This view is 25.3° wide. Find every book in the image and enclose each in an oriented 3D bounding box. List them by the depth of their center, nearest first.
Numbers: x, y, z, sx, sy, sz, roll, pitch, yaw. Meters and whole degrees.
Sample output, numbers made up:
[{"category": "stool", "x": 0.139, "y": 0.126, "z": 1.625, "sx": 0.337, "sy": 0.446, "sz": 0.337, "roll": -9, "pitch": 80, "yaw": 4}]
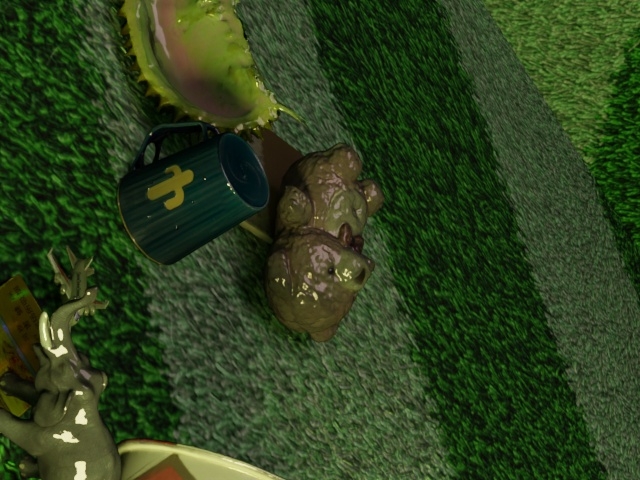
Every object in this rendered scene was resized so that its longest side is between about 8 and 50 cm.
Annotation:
[{"category": "book", "x": -0.089, "y": -0.092, "z": 2.113, "sx": 0.310, "sy": 0.021, "sz": 0.216, "roll": 34, "pitch": 39, "yaw": -46}]

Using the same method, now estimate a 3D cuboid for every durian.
[{"category": "durian", "x": -0.170, "y": -0.274, "z": 1.953, "sx": 0.157, "sy": 0.169, "sz": 0.355, "roll": 8, "pitch": 55, "yaw": -60}]

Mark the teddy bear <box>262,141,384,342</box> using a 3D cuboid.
[{"category": "teddy bear", "x": -0.001, "y": -0.001, "z": 2.018, "sx": 0.236, "sy": 0.151, "sz": 0.267, "roll": 50, "pitch": 36, "yaw": -44}]

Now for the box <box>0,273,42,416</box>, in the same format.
[{"category": "box", "x": -0.332, "y": 0.122, "z": 1.443, "sx": 0.121, "sy": 0.030, "sz": 0.193, "roll": 60, "pitch": 25, "yaw": -8}]

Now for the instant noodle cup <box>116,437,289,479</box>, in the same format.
[{"category": "instant noodle cup", "x": -0.121, "y": 0.321, "z": 1.423, "sx": 0.235, "sy": 0.235, "sz": 0.178, "roll": 39, "pitch": 59, "yaw": -42}]

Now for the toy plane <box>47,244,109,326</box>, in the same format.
[{"category": "toy plane", "x": -0.276, "y": 0.057, "z": 1.597, "sx": 0.102, "sy": 0.040, "sz": 0.111, "roll": 44, "pitch": 33, "yaw": -33}]

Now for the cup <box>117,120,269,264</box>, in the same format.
[{"category": "cup", "x": -0.161, "y": -0.076, "z": 1.803, "sx": 0.131, "sy": 0.155, "sz": 0.176, "roll": 16, "pitch": 55, "yaw": -59}]

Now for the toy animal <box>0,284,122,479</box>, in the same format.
[{"category": "toy animal", "x": -0.258, "y": 0.160, "z": 1.349, "sx": 0.082, "sy": 0.137, "sz": 0.269, "roll": -41, "pitch": 133, "yaw": -60}]
